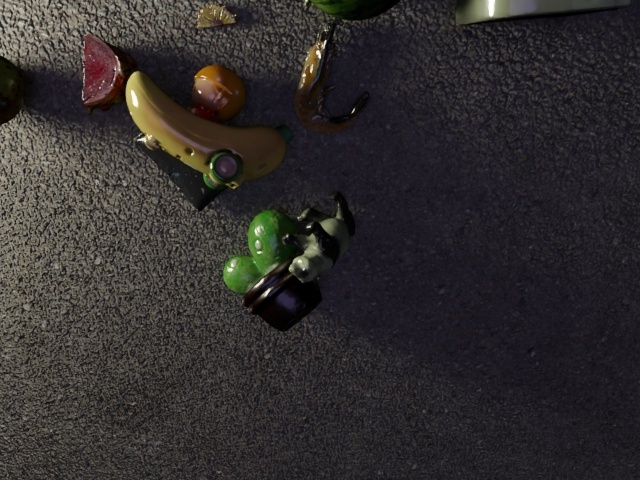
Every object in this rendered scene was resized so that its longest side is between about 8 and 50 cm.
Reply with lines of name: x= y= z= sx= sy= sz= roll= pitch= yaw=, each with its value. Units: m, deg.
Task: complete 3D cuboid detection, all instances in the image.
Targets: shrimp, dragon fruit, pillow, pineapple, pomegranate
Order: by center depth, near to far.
pomegranate: x=-0.676 y=-0.302 z=0.980 sx=0.205 sy=0.159 sz=0.159 roll=21 pitch=111 yaw=18
pineapple: x=-0.205 y=-0.442 z=0.994 sx=0.083 sy=0.019 sz=0.045 roll=-3 pitch=114 yaw=3
dragon fruit: x=-0.404 y=-0.321 z=0.998 sx=0.096 sy=0.102 sz=0.147 roll=4 pitch=106 yaw=-5
shrimp: x=0.032 y=-0.323 z=1.028 sx=0.152 sy=0.046 sz=0.219 roll=12 pitch=114 yaw=-5
pillow: x=-0.282 y=-0.175 z=1.077 sx=0.141 sy=0.055 sz=0.208 roll=-36 pitch=106 yaw=19

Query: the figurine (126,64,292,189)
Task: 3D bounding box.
figurine: x=-0.214 y=-0.237 z=0.992 sx=0.324 sy=0.124 sz=0.222 roll=30 pitch=81 yaw=-16

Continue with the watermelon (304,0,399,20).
watermelon: x=0.060 y=-0.505 z=0.862 sx=0.242 sy=0.242 sz=0.242 roll=0 pitch=111 yaw=-1

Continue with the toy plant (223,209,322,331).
toy plant: x=-0.105 y=0.071 z=1.121 sx=0.218 sy=0.175 sz=0.235 roll=-43 pitch=80 yaw=20

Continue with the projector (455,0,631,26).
projector: x=0.370 y=-0.508 z=0.857 sx=0.249 sy=0.248 sz=0.249 roll=-5 pitch=111 yaw=1

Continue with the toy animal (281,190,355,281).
toy animal: x=0.000 y=0.000 z=1.072 sx=0.094 sy=0.225 sz=0.121 roll=-19 pitch=111 yaw=34
